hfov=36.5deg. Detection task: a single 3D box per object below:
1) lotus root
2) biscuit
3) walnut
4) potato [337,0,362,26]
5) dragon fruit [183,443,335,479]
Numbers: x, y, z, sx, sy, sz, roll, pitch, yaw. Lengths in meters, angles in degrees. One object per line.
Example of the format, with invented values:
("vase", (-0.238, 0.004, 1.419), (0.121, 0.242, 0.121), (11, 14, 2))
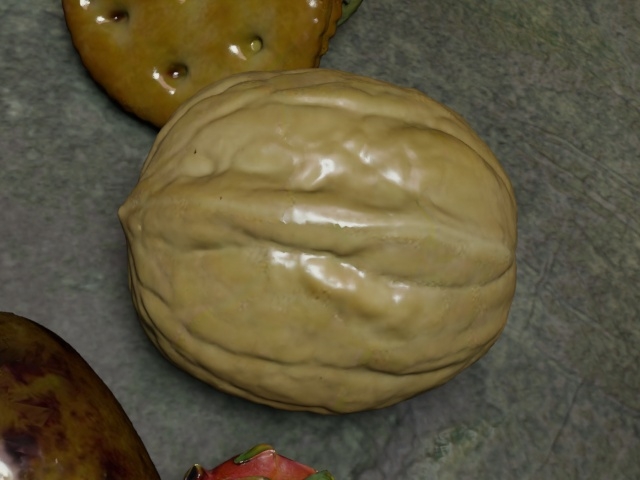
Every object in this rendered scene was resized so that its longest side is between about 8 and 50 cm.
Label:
("lotus root", (-0.169, 0.146, 0.516), (0.169, 0.141, 0.314), (-29, 71, -34))
("biscuit", (-0.089, -0.190, 0.719), (0.220, 0.221, 0.066), (35, 19, 5))
("walnut", (0.000, 0.000, 0.628), (0.260, 0.225, 0.225), (9, 57, -14))
("potato", (-0.043, -0.285, 0.813), (0.143, 0.169, 0.248), (-2, 67, -56))
("dragon fruit", (-0.029, 0.167, 0.588), (0.116, 0.086, 0.081), (-7, 23, -30))
